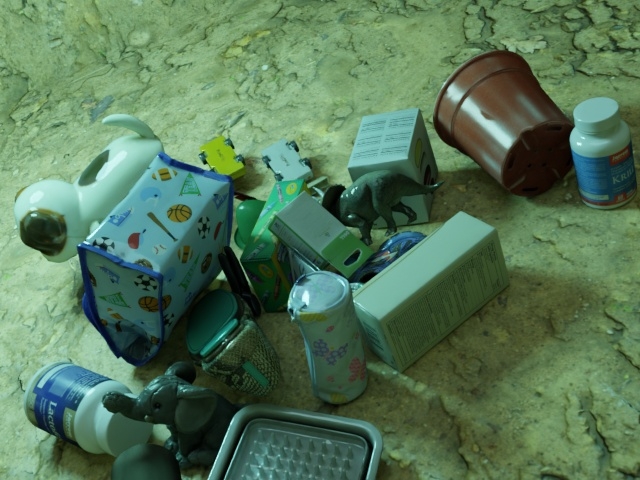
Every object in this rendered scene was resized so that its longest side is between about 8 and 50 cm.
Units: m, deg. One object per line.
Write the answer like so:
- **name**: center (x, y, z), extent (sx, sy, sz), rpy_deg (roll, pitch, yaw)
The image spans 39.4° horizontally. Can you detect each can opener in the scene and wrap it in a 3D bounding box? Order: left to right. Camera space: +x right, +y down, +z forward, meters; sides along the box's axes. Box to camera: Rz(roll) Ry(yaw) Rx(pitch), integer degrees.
- **can opener**: center (-0.183, 0.090, 1.993), extent (0.073, 0.186, 0.059), rpy_deg (-4, 33, 25)

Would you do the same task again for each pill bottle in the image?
- **pill bottle**: center (-0.476, 0.351, 1.847), extent (0.265, 0.153, 0.153), rpy_deg (10, 48, 37)
- **pill bottle**: center (0.597, -0.186, 1.894), extent (0.124, 0.221, 0.124), rpy_deg (-15, 38, 12)

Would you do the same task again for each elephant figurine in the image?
- **elephant figurine**: center (-0.268, 0.315, 1.708), extent (0.169, 0.239, 0.186), rpy_deg (-3, 41, 26)

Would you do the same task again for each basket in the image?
- **basket**: center (-0.307, 0.481, 1.588), extent (0.154, 0.204, 0.227), rpy_deg (-10, 25, -9)

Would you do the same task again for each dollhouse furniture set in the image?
- **dollhouse furniture set**: center (-0.017, -0.127, 2.275), extent (0.114, 0.091, 0.081), rpy_deg (-30, 52, -15)

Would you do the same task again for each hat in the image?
- **hat**: center (-0.174, -0.092, 2.214), extent (0.208, 0.183, 0.173), rpy_deg (-16, 37, 9)

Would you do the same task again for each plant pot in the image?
- **plant pot**: center (0.440, -0.254, 2.054), extent (0.272, 0.272, 0.265), rpy_deg (-26, 45, -5)

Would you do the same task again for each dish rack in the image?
- **dish rack**: center (-0.053, 0.444, 1.536), extent (0.286, 0.072, 0.333), rpy_deg (7, 44, 14)

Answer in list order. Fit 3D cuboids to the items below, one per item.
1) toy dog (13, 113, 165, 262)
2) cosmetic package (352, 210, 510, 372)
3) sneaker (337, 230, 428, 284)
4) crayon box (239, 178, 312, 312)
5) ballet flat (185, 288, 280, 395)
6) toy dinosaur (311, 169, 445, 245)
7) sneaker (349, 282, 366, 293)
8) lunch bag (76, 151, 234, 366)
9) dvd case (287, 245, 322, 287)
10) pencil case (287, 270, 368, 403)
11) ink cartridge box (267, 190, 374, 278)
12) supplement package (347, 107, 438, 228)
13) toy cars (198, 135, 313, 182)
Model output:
- **toy dog**: center (-0.561, -0.086, 2.257), extent (0.408, 0.395, 0.284), rpy_deg (-23, 44, -15)
- **cosmetic package**: center (0.222, 0.100, 1.788), extent (0.309, 0.160, 0.113), rpy_deg (-36, 39, -19)
- **sneaker**: center (0.150, 0.055, 1.964), extent (0.221, 0.083, 0.087), rpy_deg (-26, 49, 5)
- **crayon box**: center (-0.081, 0.009, 2.055), extent (0.081, 0.165, 0.278), rpy_deg (-4, 40, 24)
- **ballet flat**: center (-0.168, 0.222, 1.795), extent (0.164, 0.182, 0.483), rpy_deg (-45, 12, -6)
- **toy dinosaur**: center (0.117, -0.086, 1.984), extent (0.314, 0.160, 0.121), rpy_deg (-23, 8, 20)
- **sneaker**: center (0.093, 0.116, 1.862), extent (0.076, 0.065, 0.166), rpy_deg (-19, -9, -15)
- **lunch bag**: center (-0.355, 0.057, 1.967), extent (0.239, 0.385, 0.328), rpy_deg (22, 52, 14)
- **dvd case**: center (-0.004, 0.126, 1.870), extent (0.018, 0.164, 0.221), rpy_deg (-22, 34, -22)
- **pencil case**: center (0.018, 0.188, 1.693), extent (0.113, 0.273, 0.124), rpy_deg (21, 52, 35)
- **ink cartridge box**: center (0.000, 0.000, 1.939), extent (0.209, 0.062, 0.109), rpy_deg (41, 49, 8)
- **supplement package**: center (0.177, -0.170, 2.118), extent (0.149, 0.194, 0.203), rpy_deg (-7, 40, 22)
- **toy cars**: center (-0.173, -0.197, 2.436), extent (0.394, 0.087, 0.176), rpy_deg (6, 50, 29)
